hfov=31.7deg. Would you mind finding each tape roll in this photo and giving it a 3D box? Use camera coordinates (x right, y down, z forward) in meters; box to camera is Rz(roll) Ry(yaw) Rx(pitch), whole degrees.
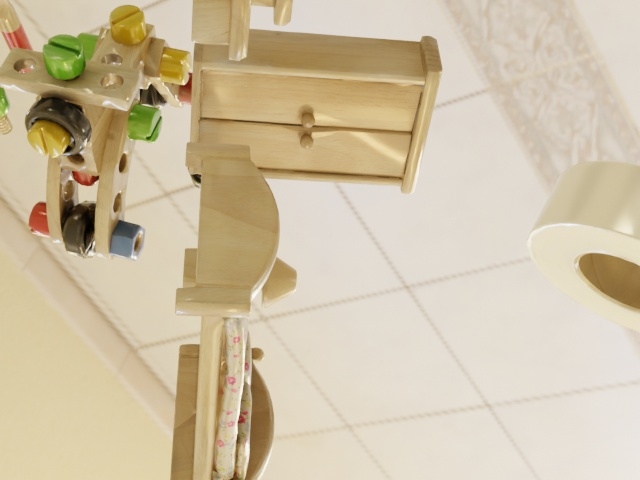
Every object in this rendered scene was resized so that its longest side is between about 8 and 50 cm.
[{"bbox_3d":[0.413,0.019,1.438,0.286,0.100,0.286,28,162,10],"label":"tape roll"}]

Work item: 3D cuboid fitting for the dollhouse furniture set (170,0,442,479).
[{"bbox_3d":[0.000,0.000,0.696,0.174,0.355,0.303,3,134,-6],"label":"dollhouse furniture set"}]

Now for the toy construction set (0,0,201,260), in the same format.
[{"bbox_3d":[-0.235,-0.159,1.099,0.309,0.257,0.237,34,157,25],"label":"toy construction set"}]
